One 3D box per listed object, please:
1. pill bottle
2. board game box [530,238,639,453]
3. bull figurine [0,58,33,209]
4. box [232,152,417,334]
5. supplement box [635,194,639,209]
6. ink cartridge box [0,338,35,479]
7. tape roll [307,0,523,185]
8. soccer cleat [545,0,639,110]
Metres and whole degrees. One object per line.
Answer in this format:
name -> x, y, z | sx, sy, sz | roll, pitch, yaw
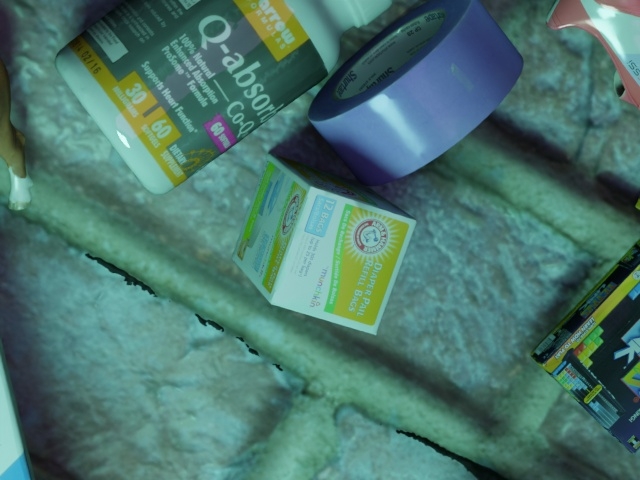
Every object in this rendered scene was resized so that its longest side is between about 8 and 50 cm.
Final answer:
pill bottle -> -0.084, -0.180, 1.764 | 0.278, 0.162, 0.162 | -37, 106, -2
board game box -> 0.317, 0.103, 1.966 | 0.141, 0.048, 0.170 | 43, 90, -15
bull figurine -> -0.369, -0.051, 1.692 | 0.310, 0.101, 0.188 | -43, 138, -37
box -> 0.000, 0.000, 1.796 | 0.103, 0.203, 0.114 | 18, 97, -15
supplement box -> 0.419, -0.020, 1.933 | 0.188, 0.104, 0.080 | 25, 95, -16
ink cartridge box -> -0.450, 0.239, 1.740 | 0.395, 0.166, 0.285 | -14, 88, -8
tape roll -> 0.085, -0.139, 1.794 | 0.189, 0.189, 0.080 | -40, 106, -2
soccer cleat -> 0.353, -0.148, 1.901 | 0.116, 0.108, 0.318 | -43, 105, 11
